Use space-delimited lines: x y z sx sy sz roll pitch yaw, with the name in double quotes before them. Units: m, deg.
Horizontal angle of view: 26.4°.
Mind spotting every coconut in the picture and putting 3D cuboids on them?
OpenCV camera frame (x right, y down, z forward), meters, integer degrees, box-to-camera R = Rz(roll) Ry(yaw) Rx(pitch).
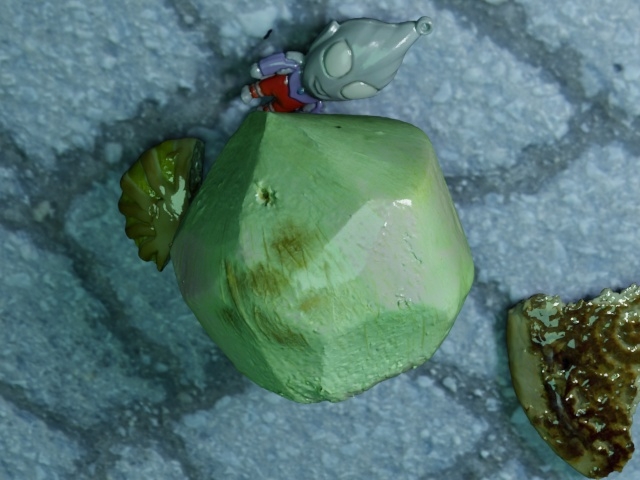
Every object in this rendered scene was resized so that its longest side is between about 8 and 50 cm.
"coconut" 0.000 0.000 1.448 0.329 0.281 0.328 9 125 13

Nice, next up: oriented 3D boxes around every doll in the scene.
"doll" 0.021 -0.190 1.479 0.228 0.075 0.102 -20 129 20

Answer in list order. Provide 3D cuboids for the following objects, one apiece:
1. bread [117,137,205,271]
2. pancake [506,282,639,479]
"bread" -0.182 -0.050 1.538 0.094 0.083 0.157 33 111 0
"pancake" 0.344 0.140 1.640 0.244 0.057 0.266 -38 112 5
